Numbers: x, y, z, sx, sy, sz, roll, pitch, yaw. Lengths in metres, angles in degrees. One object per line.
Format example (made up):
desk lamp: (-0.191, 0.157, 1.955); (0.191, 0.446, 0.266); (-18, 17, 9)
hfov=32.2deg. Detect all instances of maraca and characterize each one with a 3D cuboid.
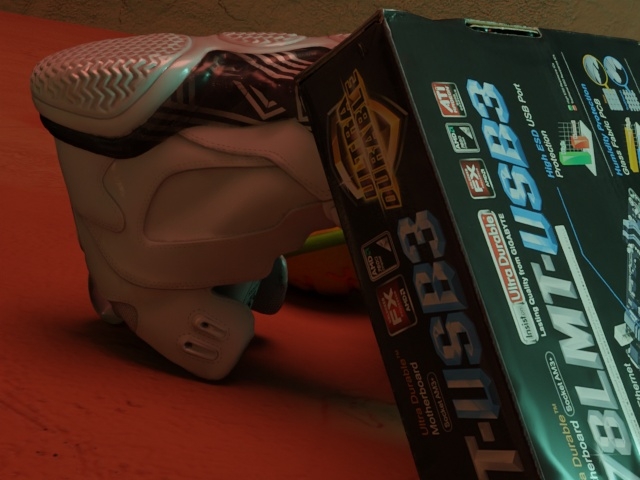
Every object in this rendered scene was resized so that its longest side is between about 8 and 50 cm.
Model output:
maraca: (0.000, 0.000, 0.946); (0.185, 0.099, 0.127); (-13, -2, 34)

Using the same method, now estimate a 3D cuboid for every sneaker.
sneaker: (-0.009, -0.025, 0.731); (0.365, 0.210, 0.137); (4, 21, 16)

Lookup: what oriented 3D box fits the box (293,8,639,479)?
box: (0.154, 0.044, 0.521); (0.293, 0.296, 0.073); (-6, -19, -40)
